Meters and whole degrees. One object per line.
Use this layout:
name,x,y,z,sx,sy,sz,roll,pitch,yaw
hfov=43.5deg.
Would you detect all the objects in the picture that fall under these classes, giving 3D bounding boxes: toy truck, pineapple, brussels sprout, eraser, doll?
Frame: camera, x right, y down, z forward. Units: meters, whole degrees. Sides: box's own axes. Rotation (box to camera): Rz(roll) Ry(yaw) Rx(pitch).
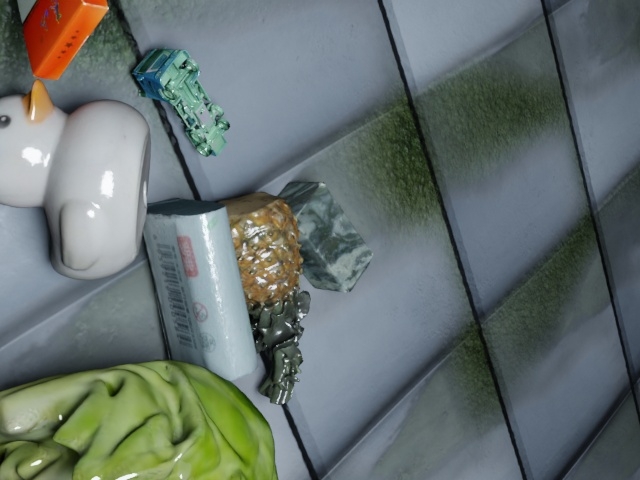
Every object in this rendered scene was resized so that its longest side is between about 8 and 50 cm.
toy truck,-0.192,-0.191,1.128,0.067,0.081,0.175,-58,145,-23
pineapple,-0.081,0.091,1.183,0.141,0.170,0.309,-14,109,-10
brussels sprout,-0.216,0.340,0.960,0.361,0.343,0.425,-18,110,-63
eraser,-0.169,0.062,1.084,0.081,0.174,0.226,-20,106,-33
doll,-0.312,-0.071,0.959,0.221,0.221,0.251,-26,137,-38

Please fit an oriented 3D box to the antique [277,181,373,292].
antique,0.000,0.000,1.292,0.088,0.086,0.183,-53,124,-26

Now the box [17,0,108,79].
box,-0.305,-0.319,0.899,0.035,0.139,0.245,2,64,-43
